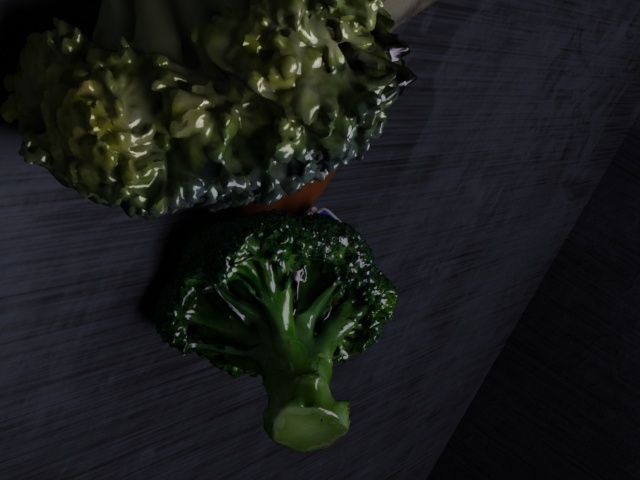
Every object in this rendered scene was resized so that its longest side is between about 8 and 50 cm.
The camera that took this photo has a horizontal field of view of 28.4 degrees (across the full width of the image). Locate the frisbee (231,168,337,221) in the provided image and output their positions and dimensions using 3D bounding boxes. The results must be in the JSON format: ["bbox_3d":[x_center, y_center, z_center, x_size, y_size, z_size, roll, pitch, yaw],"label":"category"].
[{"bbox_3d":[-0.028,-0.103,1.631,0.251,0.021,0.251,-48,159,-25],"label":"frisbee"}]

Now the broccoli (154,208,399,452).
[{"bbox_3d":[-0.050,0.096,1.511,0.298,0.297,0.297,-6,136,-6],"label":"broccoli"}]

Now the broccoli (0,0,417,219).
[{"bbox_3d":[-0.103,-0.170,1.083,0.293,0.348,0.280,-97,175,-70],"label":"broccoli"}]

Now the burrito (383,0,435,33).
[{"bbox_3d":[0.094,-0.296,1.559,0.275,0.059,0.082,-40,161,-37],"label":"burrito"}]

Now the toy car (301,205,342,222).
[{"bbox_3d":[0.000,0.000,1.704,0.070,0.080,0.170,-46,180,-7],"label":"toy car"}]
